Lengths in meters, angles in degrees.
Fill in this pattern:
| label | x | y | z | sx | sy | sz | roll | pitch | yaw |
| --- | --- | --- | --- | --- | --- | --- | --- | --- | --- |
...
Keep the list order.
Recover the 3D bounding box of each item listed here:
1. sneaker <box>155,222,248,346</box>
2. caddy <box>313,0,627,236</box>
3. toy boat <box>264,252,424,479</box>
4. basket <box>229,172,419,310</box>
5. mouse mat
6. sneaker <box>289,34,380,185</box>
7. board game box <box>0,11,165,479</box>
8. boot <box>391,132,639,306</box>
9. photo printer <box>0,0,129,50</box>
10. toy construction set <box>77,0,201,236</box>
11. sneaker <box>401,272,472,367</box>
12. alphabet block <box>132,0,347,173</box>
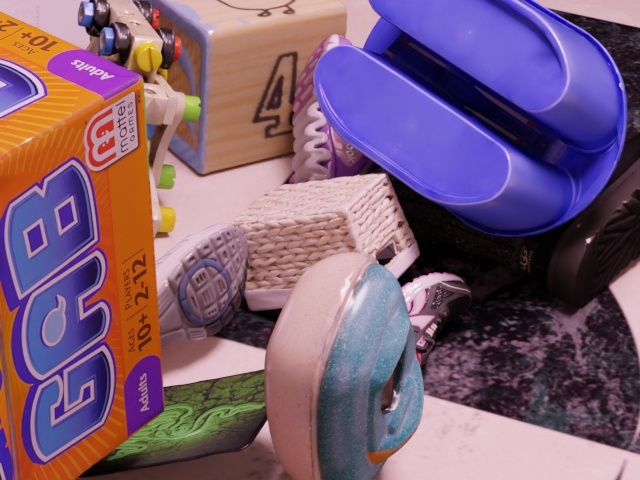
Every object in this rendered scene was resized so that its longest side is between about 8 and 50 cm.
| label | x | y | z | sx | sy | sz | roll | pitch | yaw |
| --- | --- | --- | --- | --- | --- | --- | --- | --- | --- |
| sneaker | -0.189 | 0.064 | 1.843 | 0.129 | 0.111 | 0.297 | 19 | 42 | 37 |
| caddy | 0.162 | -0.155 | 1.976 | 0.341 | 0.241 | 0.179 | 38 | 10 | 30 |
| toy boat | 0.017 | 0.185 | 1.616 | 0.148 | 0.267 | 0.318 | 15 | 63 | 15 |
| basket | 0.000 | 0.000 | 1.943 | 0.167 | 0.103 | 0.113 | -8 | 21 | 34 |
| mouse mat | -0.121 | 0.166 | 1.717 | 0.189 | 0.007 | 0.152 | -14 | 21 | 27 |
| sneaker | 0.025 | -0.123 | 2.155 | 0.104 | 0.095 | 0.236 | 10 | 70 | -16 |
| board game box | -0.385 | 0.025 | 1.543 | 0.356 | 0.357 | 0.356 | 26 | 43 | 31 |
| boot | 0.261 | -0.073 | 2.127 | 0.260 | 0.131 | 0.348 | 24 | 36 | 29 |
| photo printer | -0.389 | -0.295 | 2.301 | 0.307 | 0.256 | 0.107 | 2 | 11 | -6 |
| toy construction set | -0.245 | -0.161 | 2.146 | 0.151 | 0.215 | 0.327 | -3 | 26 | -36 |
| sneaker | 0.091 | 0.099 | 1.896 | 0.178 | 0.072 | 0.077 | -27 | 54 | -29 |
| alphabet block | -0.103 | -0.218 | 2.263 | 0.197 | 0.193 | 0.192 | -16 | 38 | -31 |
